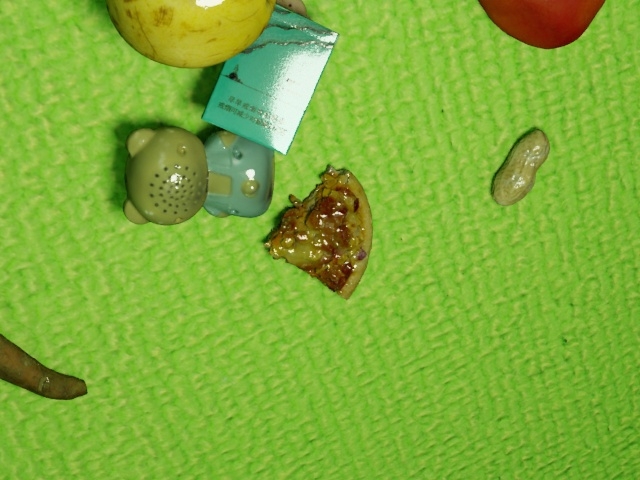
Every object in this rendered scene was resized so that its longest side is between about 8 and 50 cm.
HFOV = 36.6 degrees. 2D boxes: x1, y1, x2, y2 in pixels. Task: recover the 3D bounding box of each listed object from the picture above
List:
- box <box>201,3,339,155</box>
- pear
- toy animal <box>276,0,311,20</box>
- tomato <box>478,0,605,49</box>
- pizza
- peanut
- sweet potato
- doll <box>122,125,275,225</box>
[{"bbox_3d":[-0.085,-0.278,1.637,0.161,0.042,0.226,22,101,-12],"label":"box"},{"bbox_3d":[-0.201,-0.403,1.494,0.280,0.281,0.281,-9,118,-17],"label":"pear"},{"bbox_3d":[-0.086,-0.381,1.674,0.150,0.089,0.083,-25,142,-12],"label":"toy animal"},{"bbox_3d":[0.413,-0.477,1.756,0.259,0.180,0.260,-8,115,-18],"label":"tomato"},{"bbox_3d":[0.000,0.000,1.891,0.228,0.081,0.290,-7,119,-18],"label":"pizza"},{"bbox_3d":[0.413,-0.145,1.979,0.080,0.080,0.174,19,108,-28],"label":"peanut"},{"bbox_3d":[-0.551,0.240,1.806,0.075,0.075,0.273,-47,124,6],"label":"sweet potato"},{"bbox_3d":[-0.217,-0.115,1.703,0.260,0.161,0.177,-2,117,-23],"label":"doll"}]
